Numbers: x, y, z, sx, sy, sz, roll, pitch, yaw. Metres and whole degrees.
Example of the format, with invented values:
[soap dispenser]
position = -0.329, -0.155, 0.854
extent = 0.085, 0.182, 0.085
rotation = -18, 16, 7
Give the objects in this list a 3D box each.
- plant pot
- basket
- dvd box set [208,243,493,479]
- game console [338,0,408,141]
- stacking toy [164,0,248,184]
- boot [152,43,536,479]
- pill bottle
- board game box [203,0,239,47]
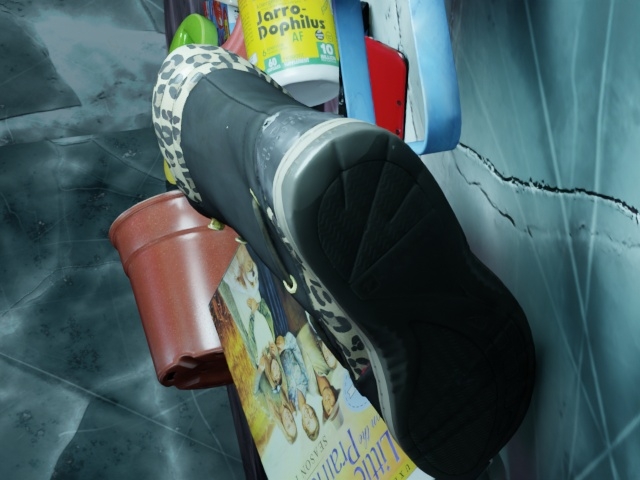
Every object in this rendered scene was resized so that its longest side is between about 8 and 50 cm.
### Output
[plant pot]
position = -0.189, 0.088, 1.770
extent = 0.272, 0.273, 0.265
rotation = 106, 152, -64
[basket]
position = 0.040, -0.203, 0.803
extent = 0.255, 0.201, 0.288
rotation = -172, 70, -79
[dvd box set]
position = 0.006, 0.142, 1.176
extent = 0.307, 0.062, 0.420
rotation = -59, 42, 41
[game console]
position = 0.065, -0.169, 1.181
extent = 0.124, 0.085, 0.144
rotation = -63, -21, -50
[stacking toy]
position = -0.118, -0.246, 1.638
extent = 0.309, 0.130, 0.279
rotation = -44, 44, 43
[boot]
position = 0.014, 0.012, 0.888
extent = 0.284, 0.138, 0.377
rotation = 39, 168, 48
[pill bottle]
position = -0.042, -0.280, 1.361
extent = 0.117, 0.118, 0.208
rotation = 126, 135, -74
[board game box]
position = -0.123, -0.262, 1.850
extent = 0.302, 0.086, 0.308
rotation = -140, 42, -73
